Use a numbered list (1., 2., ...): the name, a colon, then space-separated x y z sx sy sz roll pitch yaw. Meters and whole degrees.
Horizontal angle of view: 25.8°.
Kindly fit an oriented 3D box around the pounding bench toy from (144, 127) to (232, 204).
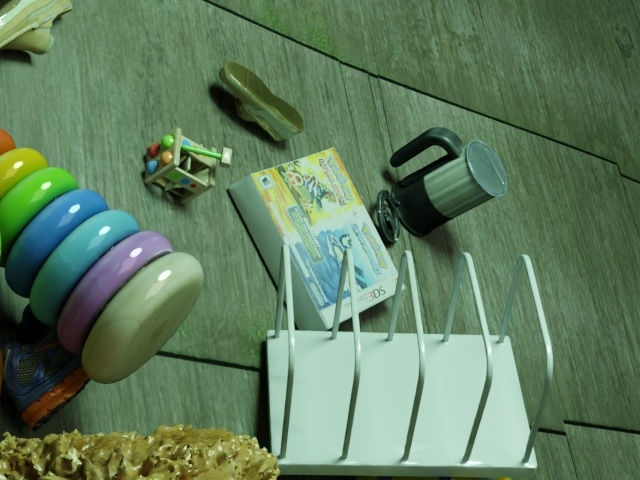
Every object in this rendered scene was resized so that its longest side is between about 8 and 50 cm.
1. pounding bench toy: -0.146 -0.090 1.533 0.065 0.083 0.052 30 46 -37

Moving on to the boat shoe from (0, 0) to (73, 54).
1. boat shoe: -0.305 -0.224 1.450 0.072 0.068 0.190 60 34 -22

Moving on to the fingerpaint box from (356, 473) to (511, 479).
1. fingerpaint box: 0.165 0.491 1.454 0.371 0.163 0.445 45 37 -23

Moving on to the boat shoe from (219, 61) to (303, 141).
1. boat shoe: -0.079 -0.164 1.697 0.135 0.045 0.050 39 31 -31

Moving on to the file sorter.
1. file sorter: 0.090 0.120 1.460 0.278 0.173 0.193 2 42 -6

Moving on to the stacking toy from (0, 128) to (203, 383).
1. stacking toy: -0.268 -0.022 1.258 0.330 0.141 0.141 39 34 11

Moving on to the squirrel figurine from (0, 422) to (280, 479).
1. squirrel figurine: -0.166 0.267 1.021 0.281 0.370 0.397 43 39 -23

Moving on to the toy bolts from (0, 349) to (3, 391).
1. toy bolts: -0.374 0.087 1.137 0.228 0.158 0.218 -67 161 -59

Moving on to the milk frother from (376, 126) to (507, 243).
1. milk frother: 0.152 -0.060 1.833 0.129 0.135 0.143 39 41 -27

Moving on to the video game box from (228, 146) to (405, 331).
1. video game box: 0.000 0.000 1.685 0.187 0.048 0.205 -23 86 -57

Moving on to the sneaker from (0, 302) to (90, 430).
1. sneaker: -0.234 0.079 1.319 0.087 0.083 0.221 46 35 -10
